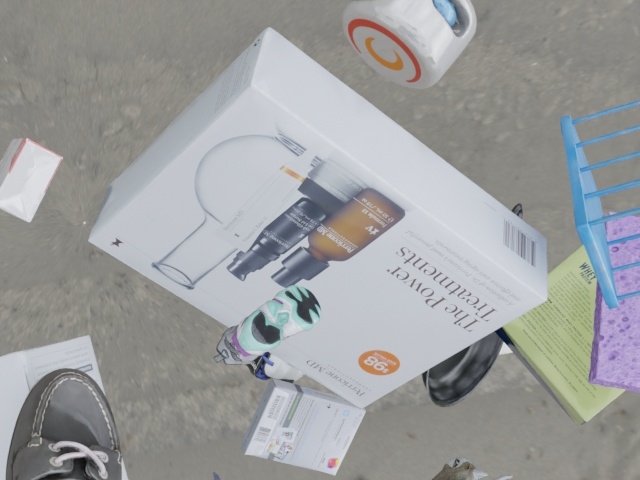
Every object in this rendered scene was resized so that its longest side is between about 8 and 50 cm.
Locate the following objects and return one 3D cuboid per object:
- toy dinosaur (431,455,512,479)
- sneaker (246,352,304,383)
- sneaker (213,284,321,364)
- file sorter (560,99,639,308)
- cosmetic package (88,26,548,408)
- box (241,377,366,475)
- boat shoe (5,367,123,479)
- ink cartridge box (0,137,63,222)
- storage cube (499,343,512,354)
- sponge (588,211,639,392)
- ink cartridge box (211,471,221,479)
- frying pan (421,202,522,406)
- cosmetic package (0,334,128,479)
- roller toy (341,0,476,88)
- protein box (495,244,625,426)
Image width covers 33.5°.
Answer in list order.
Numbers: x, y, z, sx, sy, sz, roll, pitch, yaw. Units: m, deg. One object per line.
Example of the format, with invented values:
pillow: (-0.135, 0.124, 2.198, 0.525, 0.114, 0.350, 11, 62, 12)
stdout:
toy dinosaur: (0.055, 0.347, 1.030, 0.160, 0.121, 0.314, 19, 86, 25)
sneaker: (-0.065, 0.162, 1.969, 0.182, 0.127, 0.316, -34, 135, -27)
sneaker: (-0.047, 0.069, 0.823, 0.098, 0.069, 0.038, -20, 80, -54)
file sorter: (0.311, -0.042, 1.058, 0.104, 0.170, 0.118, -16, 130, 19)
cosmetic package: (0.000, 0.000, 1.087, 0.377, 0.284, 0.097, 34, 43, -22)
box: (-0.030, 0.337, 1.919, 0.186, 0.038, 0.145, 18, 106, -21)
boat shoe: (-0.221, 0.265, 0.932, 0.112, 0.095, 0.335, 17, 59, -29)
ink cartridge box: (-0.479, -0.098, 1.697, 0.067, 0.198, 0.115, 28, 84, -23)
storage cube: (0.237, 0.088, 1.866, 0.214, 0.193, 0.184, -4, 113, -37)
sponge: (0.389, 0.077, 1.273, 0.117, 0.031, 0.210, 9, 73, -1)
ink cartridge box: (-0.133, 0.476, 1.601, 0.065, 0.311, 0.186, -15, 97, -14)
frying pan: (0.218, 0.111, 1.603, 0.197, 0.053, 0.326, -31, 133, -34)
cosmetic package: (-0.340, 0.240, 1.126, 0.224, 0.138, 0.225, -16, 87, 19)
roller toy: (0.146, -0.352, 1.706, 0.191, 0.209, 0.146, 35, 75, 13)
protein box: (0.399, 0.135, 1.585, 0.201, 0.136, 0.200, -40, 75, -1)
